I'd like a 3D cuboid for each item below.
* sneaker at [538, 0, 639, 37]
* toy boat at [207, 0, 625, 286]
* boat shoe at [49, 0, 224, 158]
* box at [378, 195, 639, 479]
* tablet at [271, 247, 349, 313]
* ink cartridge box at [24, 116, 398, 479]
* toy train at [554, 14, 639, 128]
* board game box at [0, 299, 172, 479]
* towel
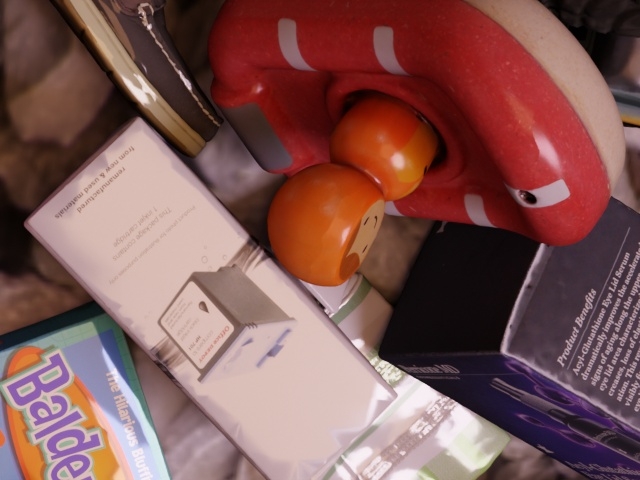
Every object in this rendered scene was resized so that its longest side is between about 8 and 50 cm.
[{"bbox_3d":[0.050,-0.262,0.782,0.410,0.158,0.182,36,83,18],"label":"sneaker"},{"bbox_3d":[0.029,-0.041,0.793,0.151,0.231,0.151,-57,133,-26],"label":"toy boat"},{"bbox_3d":[-0.113,-0.147,0.850,0.073,0.080,0.223,-37,102,-4],"label":"boat shoe"},{"bbox_3d":[0.163,0.064,0.915,0.207,0.153,0.108,30,75,-17],"label":"box"},{"bbox_3d":[0.000,0.000,0.910,0.006,0.083,0.054,-33,109,30],"label":"tablet"},{"bbox_3d":[-0.059,0.030,0.842,0.082,0.139,0.191,-45,98,-2],"label":"ink cartridge box"},{"bbox_3d":[0.172,-0.209,0.862,0.142,0.190,0.334,12,94,-28],"label":"toy train"},{"bbox_3d":[-0.189,0.141,0.882,0.210,0.047,0.160,-20,102,-14],"label":"board game box"},{"bbox_3d":[0.032,0.107,0.957,0.113,0.023,0.152,-45,107,-6],"label":"towel"}]
